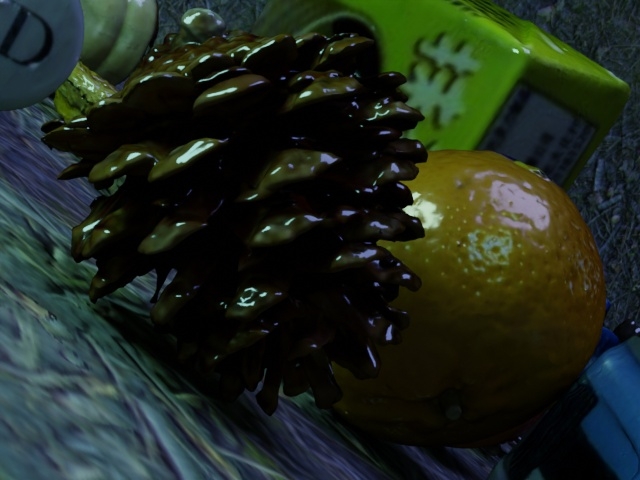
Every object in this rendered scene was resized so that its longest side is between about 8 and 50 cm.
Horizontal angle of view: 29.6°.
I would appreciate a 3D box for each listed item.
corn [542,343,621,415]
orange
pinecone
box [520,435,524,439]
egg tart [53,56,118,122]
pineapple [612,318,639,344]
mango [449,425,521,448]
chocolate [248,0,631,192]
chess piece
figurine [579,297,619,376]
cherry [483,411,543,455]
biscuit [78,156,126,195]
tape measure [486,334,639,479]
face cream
[{"bbox_3d":[0.212,0.131,1.114,0.322,0.119,0.119,18,-8,29],"label":"corn"},{"bbox_3d":[0.069,0.034,0.672,0.177,0.178,0.155,35,47,-54],"label":"orange"},{"bbox_3d":[-0.026,-0.012,0.506,0.174,0.173,0.173,39,3,-2],"label":"pinecone"},{"bbox_3d":[0.257,0.195,1.428,0.225,0.086,0.129,40,4,33],"label":"box"},{"bbox_3d":[-0.174,-0.103,1.001,0.130,0.052,0.130,37,4,-3],"label":"egg tart"},{"bbox_3d":[0.333,0.198,1.208,0.357,0.222,0.223,33,-1,33],"label":"pineapple"},{"bbox_3d":[0.106,0.082,0.843,0.105,0.084,0.159,33,36,3],"label":"mango"},{"bbox_3d":[0.041,-0.078,0.984,0.289,0.300,0.137,40,16,35],"label":"chocolate"},{"bbox_3d":[-0.288,-0.222,1.019,0.301,0.137,0.137,19,17,-49],"label":"chess piece"},{"bbox_3d":[0.215,0.155,0.854,0.262,0.121,0.164,63,-12,9],"label":"figurine"},{"bbox_3d":[0.163,0.155,1.035,0.225,0.090,0.107,57,-23,-13],"label":"cherry"},{"bbox_3d":[-0.104,-0.022,0.811,0.229,0.031,0.176,40,2,20],"label":"biscuit"},{"bbox_3d":[0.201,0.169,0.582,0.259,0.138,0.262,39,3,-16],"label":"tape measure"},{"bbox_3d":[-0.232,-0.145,0.690,0.143,0.089,0.314,35,-4,-39],"label":"face cream"}]
